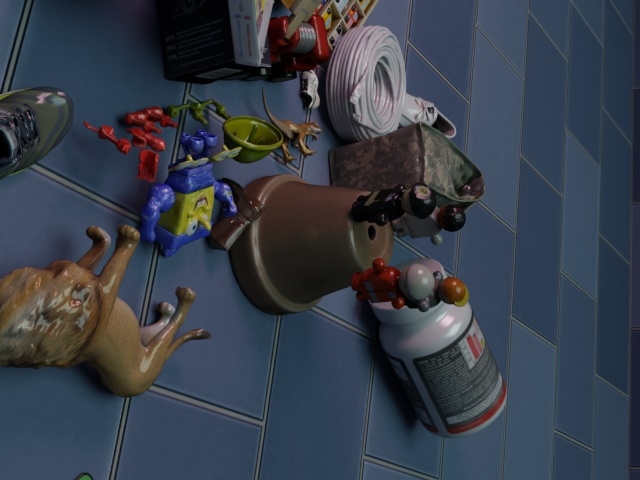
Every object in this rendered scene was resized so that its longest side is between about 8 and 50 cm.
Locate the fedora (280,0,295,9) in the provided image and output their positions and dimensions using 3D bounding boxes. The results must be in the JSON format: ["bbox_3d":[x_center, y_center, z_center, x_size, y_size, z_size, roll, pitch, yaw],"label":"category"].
[{"bbox_3d":[-0.062,-0.537,1.795,0.194,0.079,0.194,-20,90,-75],"label":"fedora"}]

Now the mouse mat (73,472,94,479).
[{"bbox_3d":[-0.359,0.438,1.311,0.189,0.007,0.153,-40,116,-49],"label":"mouse mat"}]

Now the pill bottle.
[{"bbox_3d":[0.251,0.232,2.032,0.210,0.210,0.363,-55,128,-44],"label":"pill bottle"}]

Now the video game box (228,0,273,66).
[{"bbox_3d":[-0.100,-0.405,1.447,0.187,0.048,0.205,98,1,-66],"label":"video game box"}]

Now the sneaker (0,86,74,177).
[{"bbox_3d":[-0.419,-0.124,1.226,0.300,0.121,0.111,-47,122,-48],"label":"sneaker"}]

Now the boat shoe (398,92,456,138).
[{"bbox_3d":[0.234,-0.299,2.211,0.258,0.084,0.095,19,69,-52],"label":"boat shoe"}]

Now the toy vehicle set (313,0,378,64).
[{"bbox_3d":[0.036,-0.519,2.012,0.166,0.035,0.267,59,42,-31],"label":"toy vehicle set"}]

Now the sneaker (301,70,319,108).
[{"bbox_3d":[-0.024,-0.306,1.894,0.037,0.032,0.083,-24,103,-54],"label":"sneaker"}]

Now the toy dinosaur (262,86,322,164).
[{"bbox_3d":[-0.064,-0.210,1.811,0.211,0.064,0.112,12,56,-63],"label":"toy dinosaur"}]

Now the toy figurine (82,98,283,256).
[{"bbox_3d":[-0.226,-0.085,1.527,0.362,0.191,0.217,-29,138,-60],"label":"toy figurine"}]

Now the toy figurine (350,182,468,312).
[{"bbox_3d":[0.162,0.016,1.601,0.209,0.148,0.213,18,70,-52],"label":"toy figurine"}]

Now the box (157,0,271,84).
[{"bbox_3d":[-0.182,-0.381,1.579,0.108,0.153,0.207,-5,89,-55],"label":"box"}]

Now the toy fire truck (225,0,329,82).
[{"bbox_3d":[-0.046,-0.387,1.690,0.217,0.246,0.159,-10,93,-55],"label":"toy fire truck"}]

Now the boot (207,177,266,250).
[{"bbox_3d":[-0.168,-0.044,1.635,0.114,0.106,0.037,-48,155,-14],"label":"boot"}]

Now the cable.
[{"bbox_3d":[0.102,-0.325,1.999,0.257,0.089,0.257,46,54,-57],"label":"cable"}]

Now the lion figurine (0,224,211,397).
[{"bbox_3d":[-0.303,0.133,1.335,0.392,0.142,0.240,50,54,-44],"label":"lion figurine"}]

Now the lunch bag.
[{"bbox_3d":[0.190,-0.114,1.985,0.287,0.235,0.169,19,63,-51],"label":"lunch bag"}]

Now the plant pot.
[{"bbox_3d":[0.000,0.000,1.705,0.263,0.229,0.263,11,76,-53],"label":"plant pot"}]
